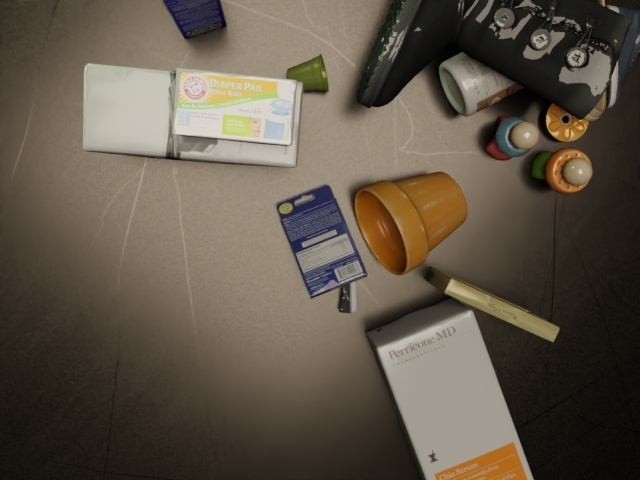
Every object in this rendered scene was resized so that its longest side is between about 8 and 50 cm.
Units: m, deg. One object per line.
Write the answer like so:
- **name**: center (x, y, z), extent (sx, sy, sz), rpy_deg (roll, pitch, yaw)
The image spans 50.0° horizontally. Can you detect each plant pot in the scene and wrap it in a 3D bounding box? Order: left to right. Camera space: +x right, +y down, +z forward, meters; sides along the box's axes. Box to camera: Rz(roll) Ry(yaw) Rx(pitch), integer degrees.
- **plant pot**: center (-0.029, -0.356, 1.489), extent (0.079, 0.083, 0.083), rpy_deg (-9, 97, 9)
- **plant pot**: center (0.206, -0.055, 1.488), extent (0.188, 0.205, 0.205), rpy_deg (-26, 98, -17)

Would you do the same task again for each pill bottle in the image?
- **pill bottle**: center (0.387, -0.375, 1.488), extent (0.229, 0.131, 0.131), rpy_deg (-27, 98, -1)

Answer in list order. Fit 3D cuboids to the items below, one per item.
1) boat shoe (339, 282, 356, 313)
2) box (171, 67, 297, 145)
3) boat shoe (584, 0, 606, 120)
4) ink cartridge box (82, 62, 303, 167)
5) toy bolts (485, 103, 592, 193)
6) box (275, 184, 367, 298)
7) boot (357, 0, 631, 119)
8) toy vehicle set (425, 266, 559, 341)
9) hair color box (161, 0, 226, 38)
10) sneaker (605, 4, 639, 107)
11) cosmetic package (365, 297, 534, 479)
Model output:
- **boat shoe**: center (0.058, 0.098, 1.556), extent (0.040, 0.049, 0.142), rpy_deg (-4, 99, -4)
- **box**: center (-0.147, -0.228, 1.186), extent (0.203, 0.103, 0.114), rpy_deg (4, 98, -5)
- **boat shoe**: center (0.580, -0.412, 1.478), extent (0.109, 0.098, 0.302), rpy_deg (2, 80, -37)
- **ink cartridge box**: center (-0.242, -0.241, 1.375), extent (0.395, 0.285, 0.166), rpy_deg (5, 96, -5)
- **toy bolts**: center (0.500, -0.227, 1.499), extent (0.229, 0.158, 0.218), rpy_deg (17, 95, -6)
- **box**: center (0.000, 0.000, 1.524), extent (0.136, 0.036, 0.225), rpy_deg (-21, 79, -2)
- **boot**: center (0.341, -0.354, 1.364), extent (0.445, 0.146, 0.367), rpy_deg (23, 102, -11)
- **toy vehicle set**: center (0.376, 0.139, 1.525), extent (0.267, 0.166, 0.035), rpy_deg (24, 94, -7)
- **hair color box**: center (-0.262, -0.521, 1.315), extent (0.110, 0.339, 0.185), rpy_deg (-18, 97, -4)
- **sneaker**: center (0.708, -0.407, 1.532), extent (0.163, 0.086, 0.226), rpy_deg (2, 95, -2)
- **cosmetic package**: center (0.294, 0.386, 1.549), extent (0.230, 0.161, 0.453), rpy_deg (-22, 97, -2)
